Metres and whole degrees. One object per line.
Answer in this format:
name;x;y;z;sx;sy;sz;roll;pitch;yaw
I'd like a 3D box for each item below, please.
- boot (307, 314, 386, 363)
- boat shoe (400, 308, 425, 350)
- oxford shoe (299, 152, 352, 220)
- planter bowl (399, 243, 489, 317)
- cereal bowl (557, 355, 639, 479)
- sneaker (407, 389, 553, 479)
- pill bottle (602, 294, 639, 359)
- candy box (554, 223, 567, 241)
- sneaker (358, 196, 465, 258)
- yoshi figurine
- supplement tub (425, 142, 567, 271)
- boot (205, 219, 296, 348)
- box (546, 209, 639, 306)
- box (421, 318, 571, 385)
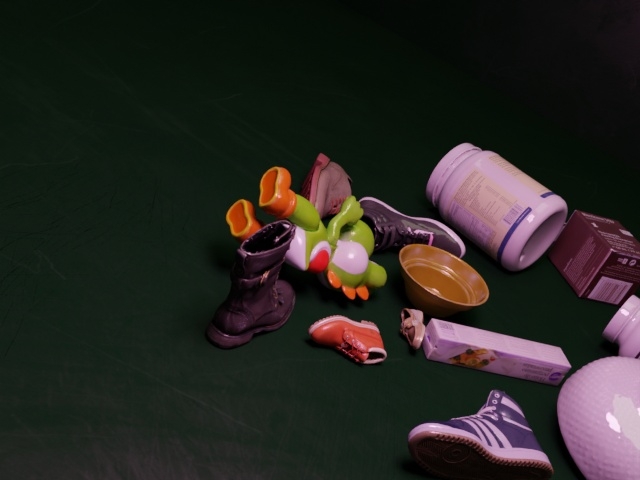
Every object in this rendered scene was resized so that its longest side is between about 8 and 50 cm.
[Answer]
boot;0.053;0.191;1.399;0.158;0.059;0.084;9;37;-28
boat shoe;0.186;0.181;1.526;0.045;0.050;0.135;19;19;-3
oxford shoe;0.020;-0.112;1.818;0.130;0.123;0.348;27;29;-5
planter bowl;0.257;0.107;1.656;0.217;0.090;0.217;18;28;-10
cereal bowl;0.628;0.355;1.394;0.339;0.141;0.339;17;43;-17
sneaker;0.257;0.326;1.275;0.282;0.099;0.153;20;33;-23
pill bottle;0.828;0.271;1.720;0.323;0.181;0.181;39;32;25
candy box;0.616;-0.062;2.237;0.196;0.070;0.165;-6;41;-42
sneaker;0.196;-0.003;1.792;0.296;0.104;0.147;25;30;13
yoshi figurine;-0.009;-0.013;1.537;0.362;0.203;0.203;33;-15;-33
supplement tub;0.470;-0.096;2.010;0.235;0.235;0.325;-11;44;-47
boot;-0.090;0.062;1.320;0.091;0.229;0.263;32;30;15
box;0.777;0.049;2.068;0.168;0.167;0.203;12;31;-22
box;0.365;0.235;1.551;0.324;0.063;0.067;14;32;-19
